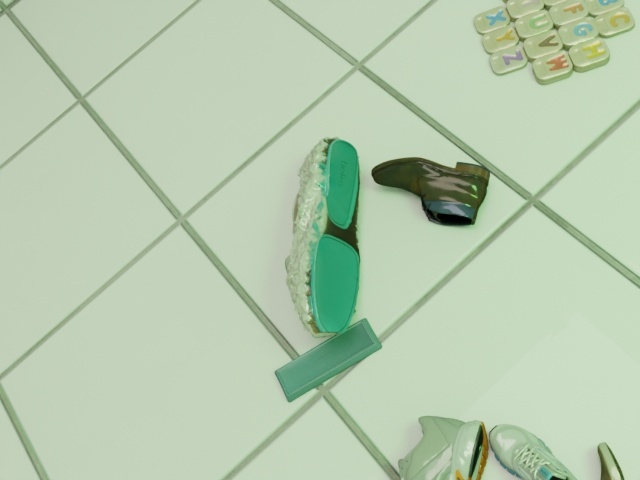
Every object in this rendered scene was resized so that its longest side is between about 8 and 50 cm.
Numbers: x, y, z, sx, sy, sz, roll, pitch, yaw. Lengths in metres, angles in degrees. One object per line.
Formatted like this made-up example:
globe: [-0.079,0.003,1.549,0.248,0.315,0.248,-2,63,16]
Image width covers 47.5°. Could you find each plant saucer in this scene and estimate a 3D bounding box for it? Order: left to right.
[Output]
plant saucer: [0.011,0.207,1.274,0.192,0.018,0.067,-31,58,2]

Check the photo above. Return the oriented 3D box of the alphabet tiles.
alphabet tiles: [0.457,-0.437,1.443,0.278,0.021,0.284,-17,59,11]

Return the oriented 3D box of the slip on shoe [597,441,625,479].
slip on shoe: [0.415,0.357,1.034,0.041,0.051,0.135,-23,64,21]

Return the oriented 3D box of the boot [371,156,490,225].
boot: [0.191,-0.087,1.323,0.219,0.082,0.106,4,63,20]

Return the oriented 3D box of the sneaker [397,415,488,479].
sneaker: [0.162,0.387,1.091,0.121,0.099,0.262,8,59,31]

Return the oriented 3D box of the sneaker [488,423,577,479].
sneaker: [0.324,0.333,1.058,0.071,0.083,0.191,-47,57,-6]

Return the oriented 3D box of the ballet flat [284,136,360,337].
ballet flat: [0.000,0.000,1.339,0.147,0.147,0.408,-3,60,18]
